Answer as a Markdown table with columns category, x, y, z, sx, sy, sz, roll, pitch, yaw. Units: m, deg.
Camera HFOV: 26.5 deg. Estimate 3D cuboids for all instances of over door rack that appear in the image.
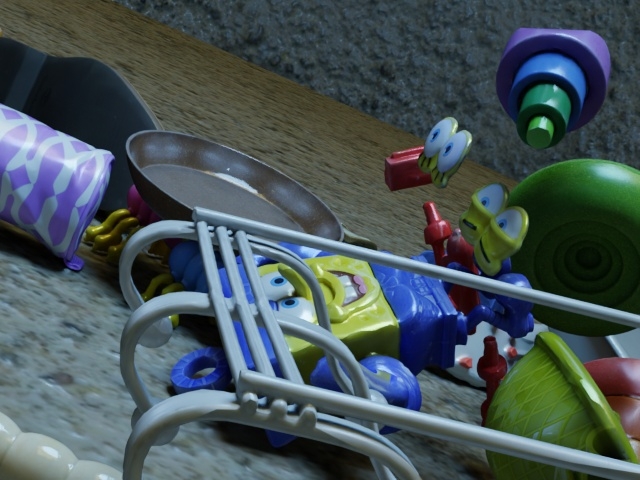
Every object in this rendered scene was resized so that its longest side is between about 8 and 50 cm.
| category | x | y | z | sx | sy | sz | roll | pitch | yaw |
| --- | --- | --- | --- | --- | --- | --- | --- | --- | --- |
| over door rack | 0.085 | 0.069 | 0.523 | 0.324 | 0.108 | 0.239 | 3 | 15 | -10 |

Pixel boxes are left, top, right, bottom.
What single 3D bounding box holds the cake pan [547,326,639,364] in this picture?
| category | x | y | z | sx | sy | sz | roll | pitch | yaw |
| --- | --- | --- | --- | --- | --- | --- | --- | --- | --- |
| cake pan | 0.289 | 0.113 | 1.106 | 0.293 | 0.054 | 0.293 | 36 | 26 | -20 |

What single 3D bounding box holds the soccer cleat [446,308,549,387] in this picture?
| category | x | y | z | sx | sy | sz | roll | pitch | yaw |
| --- | --- | --- | --- | --- | --- | --- | --- | --- | --- |
| soccer cleat | 0.155 | 0.095 | 1.165 | 0.196 | 0.068 | 0.076 | 7 | -10 | -39 |

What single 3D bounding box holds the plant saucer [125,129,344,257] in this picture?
| category | x | y | z | sx | sy | sz | roll | pitch | yaw |
| --- | --- | --- | --- | --- | --- | --- | --- | --- | --- |
| plant saucer | -0.064 | -0.027 | 0.969 | 0.168 | 0.029 | 0.168 | 22 | 19 | -8 |

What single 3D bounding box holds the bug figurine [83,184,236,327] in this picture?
| category | x | y | z | sx | sy | sz | roll | pitch | yaw |
| --- | --- | --- | --- | --- | --- | --- | --- | --- | --- |
| bug figurine | -0.045 | 0.020 | 1.033 | 0.216 | 0.072 | 0.279 | 33 | 14 | 38 |

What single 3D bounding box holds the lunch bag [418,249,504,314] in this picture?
| category | x | y | z | sx | sy | sz | roll | pitch | yaw |
| --- | --- | --- | --- | --- | --- | --- | --- | --- | --- |
| lunch bag | 0.134 | 0.052 | 1.282 | 0.098 | 0.067 | 0.065 | 29 | 12 | 19 |

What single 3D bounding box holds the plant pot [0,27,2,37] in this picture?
| category | x | y | z | sx | sy | sz | roll | pitch | yaw |
| --- | --- | --- | --- | --- | --- | --- | --- | --- | --- |
| plant pot | -0.415 | -0.294 | 1.428 | 0.205 | 0.188 | 0.205 | 24 | 11 | -5 |

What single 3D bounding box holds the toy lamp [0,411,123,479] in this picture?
| category | x | y | z | sx | sy | sz | roll | pitch | yaw |
| --- | --- | --- | --- | --- | --- | --- | --- | --- | --- |
| toy lamp | -0.105 | 0.095 | 0.533 | 0.275 | 0.080 | 0.080 | 28 | 11 | 3 |

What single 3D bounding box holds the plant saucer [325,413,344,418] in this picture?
| category | x | y | z | sx | sy | sz | roll | pitch | yaw |
| --- | --- | --- | --- | --- | --- | --- | --- | --- | --- |
| plant saucer | -0.006 | 0.097 | 0.897 | 0.083 | 0.015 | 0.083 | 23 | 10 | -5 |

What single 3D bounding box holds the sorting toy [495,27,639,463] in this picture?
| category | x | y | z | sx | sy | sz | roll | pitch | yaw |
| --- | --- | --- | --- | --- | --- | --- | --- | --- | --- |
| sorting toy | 0.166 | 0.053 | 0.839 | 0.127 | 0.365 | 0.126 | -6 | 28 | 20 |

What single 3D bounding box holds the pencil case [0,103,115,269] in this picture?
| category | x | y | z | sx | sy | sz | roll | pitch | yaw |
| --- | --- | --- | --- | --- | --- | --- | --- | --- | --- |
| pencil case | -0.245 | -0.058 | 0.930 | 0.206 | 0.088 | 0.086 | 23 | 7 | -3 |

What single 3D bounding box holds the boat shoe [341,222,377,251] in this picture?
| category | x | y | z | sx | sy | sz | roll | pitch | yaw |
| --- | --- | --- | --- | --- | --- | --- | --- | --- | --- |
| boat shoe | 0.000 | 0.000 | 1.308 | 0.045 | 0.050 | 0.135 | 29 | 1 | 38 |

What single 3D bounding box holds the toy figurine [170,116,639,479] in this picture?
| category | x | y | z | sx | sy | sz | roll | pitch | yaw |
| --- | --- | --- | --- | --- | --- | --- | --- | --- | --- |
| toy figurine | 0.026 | 0.090 | 0.799 | 0.217 | 0.191 | 0.362 | -12 | 34 | -8 |

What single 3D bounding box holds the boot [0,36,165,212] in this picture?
| category | x | y | z | sx | sy | sz | roll | pitch | yaw |
| --- | --- | --- | --- | --- | --- | --- | --- | --- | --- |
| boot | -0.199 | -0.097 | 1.203 | 0.115 | 0.112 | 0.305 | 29 | 2 | -45 |
